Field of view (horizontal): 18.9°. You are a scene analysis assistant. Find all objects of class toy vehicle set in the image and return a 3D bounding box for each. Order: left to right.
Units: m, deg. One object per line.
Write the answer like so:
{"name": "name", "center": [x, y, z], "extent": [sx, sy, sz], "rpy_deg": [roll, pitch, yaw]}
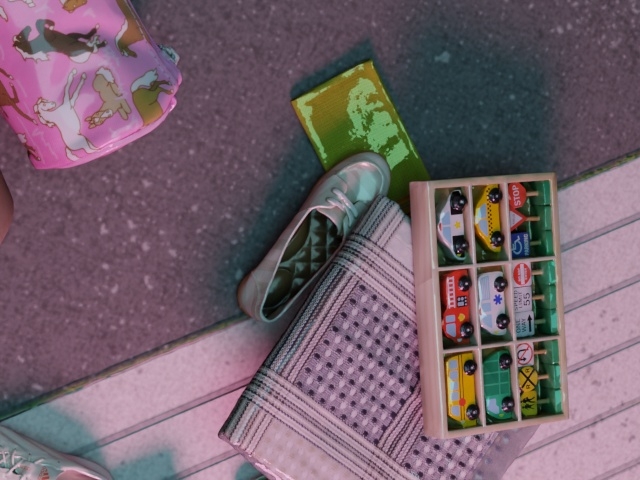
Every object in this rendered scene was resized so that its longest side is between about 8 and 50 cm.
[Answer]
{"name": "toy vehicle set", "center": [0.178, 0.065, 2.000], "extent": [0.166, 0.035, 0.266], "rpy_deg": [-6, 95, -31]}

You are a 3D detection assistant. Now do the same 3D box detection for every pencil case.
{"name": "pencil case", "center": [-0.283, -0.262, 1.832], "extent": [0.167, 0.160, 0.386], "rpy_deg": [-42, 109, -43]}

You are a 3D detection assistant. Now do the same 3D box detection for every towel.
{"name": "towel", "center": [0.063, -0.067, 2.034], "extent": [0.102, 0.021, 0.237], "rpy_deg": [-30, 104, -12]}
{"name": "towel", "center": [0.089, 0.168, 2.008], "extent": [0.324, 0.056, 0.312], "rpy_deg": [42, 74, -28]}

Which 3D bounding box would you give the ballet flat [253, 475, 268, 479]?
{"name": "ballet flat", "center": [-0.035, 0.263, 2.037], "extent": [0.114, 0.041, 0.041], "rpy_deg": [-7, 99, -13]}

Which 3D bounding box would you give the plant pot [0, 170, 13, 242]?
{"name": "plant pot", "center": [-0.407, -0.072, 1.788], "extent": [0.263, 0.263, 0.229], "rpy_deg": [-43, 124, -8]}

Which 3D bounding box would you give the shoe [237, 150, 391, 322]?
{"name": "shoe", "center": [0.000, 0.000, 1.993], "extent": [0.076, 0.058, 0.219], "rpy_deg": [40, 90, -14]}

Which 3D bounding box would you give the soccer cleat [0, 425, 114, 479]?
{"name": "soccer cleat", "center": [-0.295, 0.232, 1.931], "extent": [0.196, 0.076, 0.068], "rpy_deg": [17, 92, -18]}
